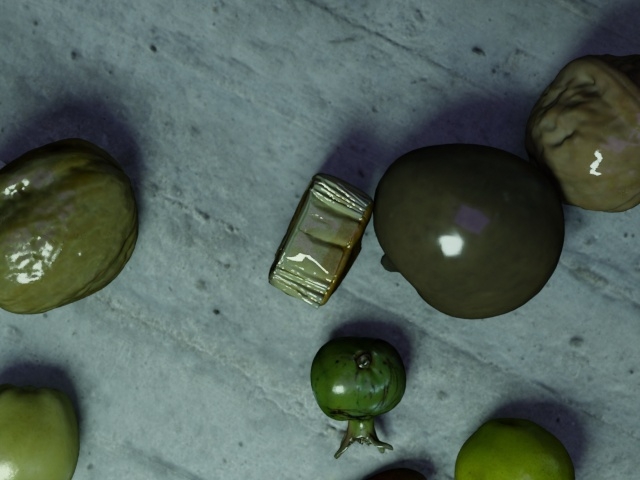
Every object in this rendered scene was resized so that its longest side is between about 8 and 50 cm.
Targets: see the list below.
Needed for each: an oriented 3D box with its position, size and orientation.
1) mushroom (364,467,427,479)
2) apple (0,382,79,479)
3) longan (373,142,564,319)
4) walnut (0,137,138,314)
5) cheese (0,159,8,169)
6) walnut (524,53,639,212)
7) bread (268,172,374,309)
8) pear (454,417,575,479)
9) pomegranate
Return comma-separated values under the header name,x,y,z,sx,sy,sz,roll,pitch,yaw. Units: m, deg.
name,x,y,z,sx,sy,sz,roll,pitch,yaw
mushroom,0.095,0.493,1.184,0.226,0.148,0.218,-23,104,3
apple,-0.460,0.315,1.147,0.199,0.200,0.200,0,88,-1
longan,0.211,-0.012,1.140,0.300,0.243,0.300,13,120,22
walnut,-0.403,-0.015,1.138,0.283,0.283,0.227,-42,46,-2
cheese,-0.578,-0.038,1.223,0.127,0.050,0.235,40,88,-1
walnut,0.443,-0.163,1.138,0.273,0.273,0.227,-1,112,-1
bread,0.001,0.000,1.151,0.109,0.210,0.192,26,88,-4
pear,0.299,0.384,1.158,0.180,0.166,0.216,-6,91,39
pomegranate,0.058,0.247,1.182,0.151,0.131,0.191,2,95,-4
